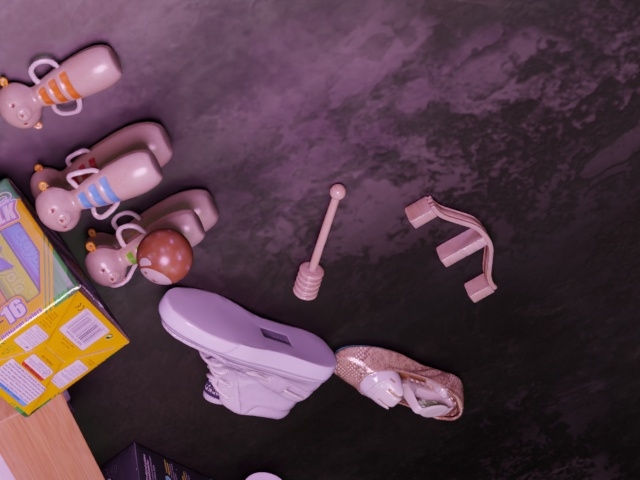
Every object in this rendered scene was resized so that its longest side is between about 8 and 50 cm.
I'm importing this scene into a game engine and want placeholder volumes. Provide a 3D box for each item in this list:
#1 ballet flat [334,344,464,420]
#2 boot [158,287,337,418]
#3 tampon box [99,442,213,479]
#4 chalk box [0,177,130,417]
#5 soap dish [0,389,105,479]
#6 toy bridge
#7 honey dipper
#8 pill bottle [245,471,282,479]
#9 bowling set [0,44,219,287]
[{"bbox_3d":[0.107,0.188,1.611,0.206,0.067,0.073,16,127,-28],"label":"ballet flat"},{"bbox_3d":[-0.107,0.148,1.489,0.258,0.095,0.123,25,116,-35],"label":"boot"},{"bbox_3d":[-0.216,0.366,1.654,0.101,0.120,0.161,-39,131,20],"label":"tampon box"},{"bbox_3d":[-0.312,0.041,1.241,0.132,0.213,0.132,-37,148,-6],"label":"chalk box"},{"bbox_3d":[-0.334,0.203,1.401,0.118,0.229,0.291,-27,137,-13],"label":"soap dish"},{"bbox_3d":[0.170,0.006,1.482,0.063,0.026,0.188,-31,134,13],"label":"toy bridge"},{"bbox_3d":[0.000,0.000,1.428,0.030,0.030,0.161,2,129,-18],"label":"honey dipper"},{"bbox_3d":[-0.099,0.401,1.741,0.094,0.094,0.169,6,132,-21],"label":"pill bottle"},{"bbox_3d":[-0.213,-0.029,1.225,0.154,0.200,0.287,-23,131,9],"label":"bowling set"}]
